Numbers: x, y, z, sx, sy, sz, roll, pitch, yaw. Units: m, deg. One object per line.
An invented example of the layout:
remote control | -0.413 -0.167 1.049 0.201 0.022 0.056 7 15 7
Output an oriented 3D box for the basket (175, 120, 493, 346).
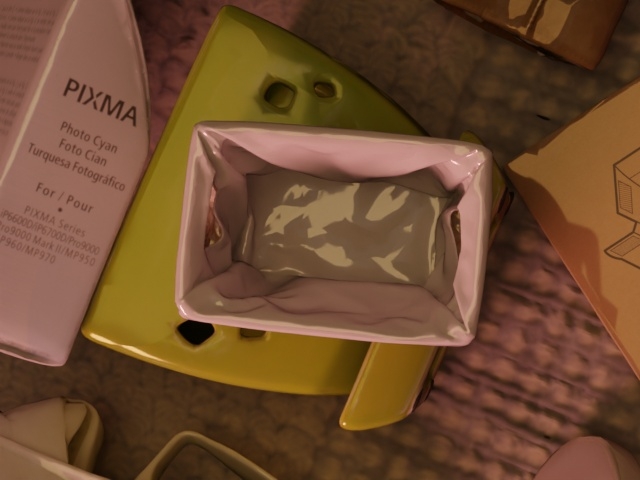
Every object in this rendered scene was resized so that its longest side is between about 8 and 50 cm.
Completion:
basket | 0.008 -0.004 1.040 0.167 0.103 0.113 6 90 1

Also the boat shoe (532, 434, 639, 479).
boat shoe | 0.201 0.307 1.185 0.127 0.158 0.341 -22 51 49

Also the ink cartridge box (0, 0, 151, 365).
ink cartridge box | -0.176 -0.132 1.218 0.091 0.308 0.385 25 87 -25

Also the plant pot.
plant pot | 0.000 0.000 1.199 0.207 0.227 0.228 23 90 7

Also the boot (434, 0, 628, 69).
boot | 0.231 -0.235 1.232 0.236 0.089 0.270 28 91 27

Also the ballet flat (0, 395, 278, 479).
ballet flat | -0.143 0.183 1.273 0.400 0.139 0.139 18 89 10

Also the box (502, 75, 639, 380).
box | 0.244 -0.012 1.240 0.164 0.021 0.201 -34 78 8
